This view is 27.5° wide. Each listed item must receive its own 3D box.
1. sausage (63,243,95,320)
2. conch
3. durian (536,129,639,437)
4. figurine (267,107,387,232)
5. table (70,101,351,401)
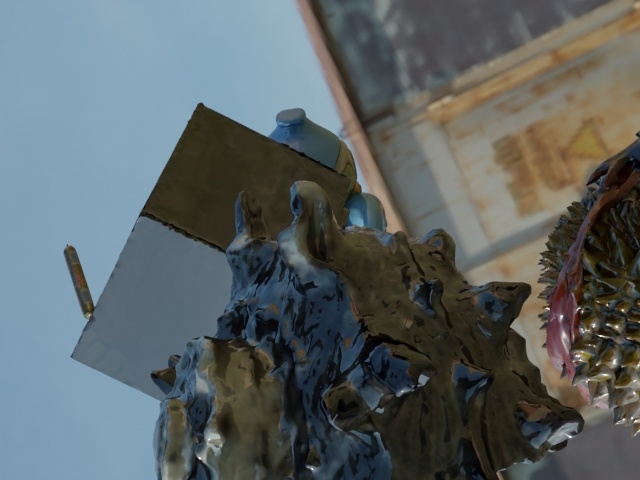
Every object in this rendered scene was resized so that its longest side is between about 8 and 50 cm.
[{"bbox_3d":[-0.249,0.043,1.347,0.015,0.015,0.100,38,-157,-55],"label":"sausage"},{"bbox_3d":[-0.008,0.096,0.692,0.186,0.313,0.241,42,-121,-27],"label":"conch"},{"bbox_3d":[0.384,0.041,1.284,0.348,0.347,0.384,59,164,-16],"label":"durian"},{"bbox_3d":[-0.004,0.000,1.410,0.180,0.153,0.262,52,162,49],"label":"figurine"},{"bbox_3d":[-0.081,0.024,1.121,0.172,0.169,0.193,26,-147,-7],"label":"table"}]
